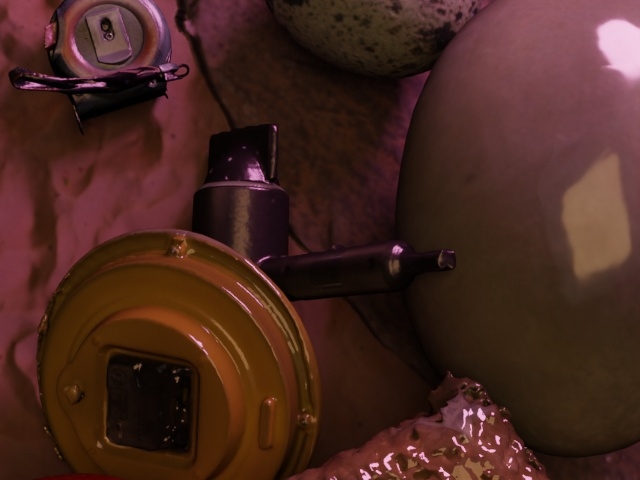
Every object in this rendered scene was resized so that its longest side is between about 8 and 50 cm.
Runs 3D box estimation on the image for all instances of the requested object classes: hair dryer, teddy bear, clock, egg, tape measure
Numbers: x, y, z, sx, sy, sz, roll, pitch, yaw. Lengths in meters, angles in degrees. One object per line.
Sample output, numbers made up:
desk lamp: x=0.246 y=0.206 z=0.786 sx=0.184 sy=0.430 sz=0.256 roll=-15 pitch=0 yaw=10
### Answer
hair dryer: x=0.000 y=0.000 z=0.965 sx=0.078 sy=0.248 sz=0.195 roll=11 pitch=77 yaw=-46
teddy bear: x=0.083 y=0.208 z=0.928 sx=0.267 sy=0.256 sz=0.156 roll=13 pitch=59 yaw=7
clock: x=-0.113 y=0.109 z=0.951 sx=0.237 sy=0.057 sz=0.237 roll=5 pitch=103 yaw=21
egg: x=0.040 y=-0.194 z=1.042 sx=0.172 sy=0.132 sz=0.132 roll=7 pitch=80 yaw=3
tape measure: x=-0.168 y=-0.151 z=0.991 sx=0.104 sy=0.180 sz=0.107 roll=-22 pitch=86 yaw=5
egg: x=0.183 y=-0.021 z=0.973 sx=0.258 sy=0.258 sz=0.352 roll=10 pitch=82 yaw=-6

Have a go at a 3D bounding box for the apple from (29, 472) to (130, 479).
apple: x=-0.175 y=0.322 z=0.839 sx=0.348 sy=0.277 sz=0.348 roll=-2 pitch=79 yaw=10
